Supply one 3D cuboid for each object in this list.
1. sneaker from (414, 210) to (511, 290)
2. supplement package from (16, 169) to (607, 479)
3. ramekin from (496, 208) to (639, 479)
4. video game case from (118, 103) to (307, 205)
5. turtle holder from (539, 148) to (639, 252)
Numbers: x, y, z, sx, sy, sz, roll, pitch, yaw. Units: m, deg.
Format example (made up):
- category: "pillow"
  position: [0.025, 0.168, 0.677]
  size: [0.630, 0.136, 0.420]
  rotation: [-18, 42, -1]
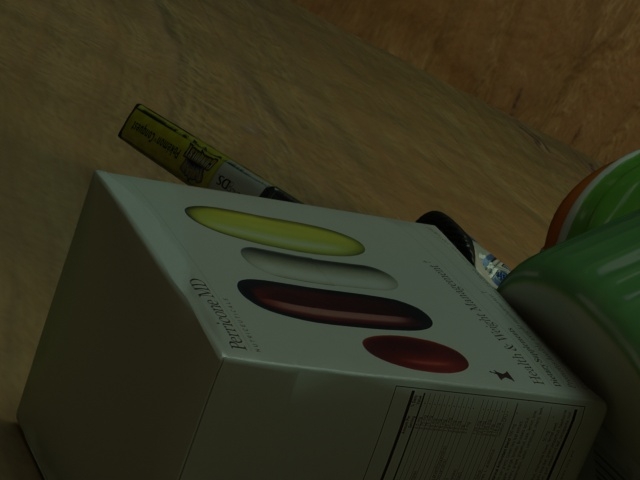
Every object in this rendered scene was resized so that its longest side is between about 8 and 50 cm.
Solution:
- category: "sneaker"
  position: [0.139, 0.055, 1.550]
  size: [0.081, 0.080, 0.211]
  rotation: [26, 22, -45]
- category: "supplement package"
  position: [-0.012, 0.082, 0.862]
  size: [0.203, 0.149, 0.194]
  rotation: [8, 23, -29]
- category: "ramekin"
  position: [0.203, 0.119, 0.896]
  size: [0.148, 0.303, 0.303]
  rotation: [-18, 32, -16]
- category: "video game case"
  position: [0.000, 0.000, 1.363]
  size: [0.275, 0.035, 0.248]
  rotation: [32, 0, -34]
- category: "turtle holder"
  position: [0.359, 0.042, 1.693]
  size: [0.320, 0.243, 0.227]
  rotation: [15, 0, -20]
